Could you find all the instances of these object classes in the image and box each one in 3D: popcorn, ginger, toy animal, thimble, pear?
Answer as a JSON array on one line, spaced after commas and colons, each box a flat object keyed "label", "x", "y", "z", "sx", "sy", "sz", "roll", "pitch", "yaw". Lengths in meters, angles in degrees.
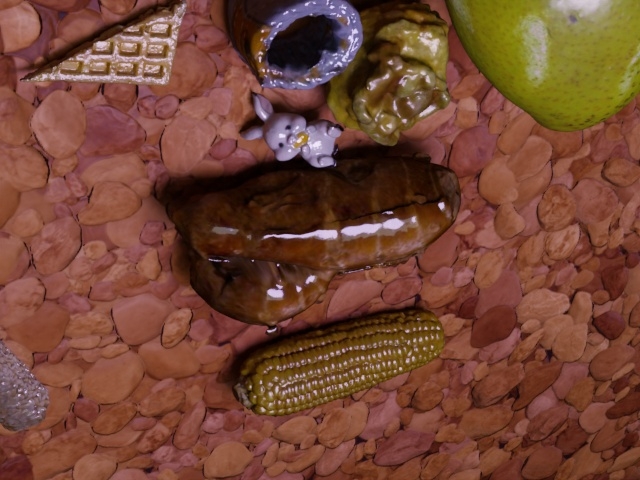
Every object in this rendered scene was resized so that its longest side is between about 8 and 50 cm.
[{"label": "popcorn", "x": 0.098, "y": -0.227, "z": 1.607, "sx": 0.197, "sy": 0.155, "sz": 0.198, "roll": -22, "pitch": 131, "yaw": -28}, {"label": "ginger", "x": 0.000, "y": 0.000, "z": 1.713, "sx": 0.418, "sy": 0.176, "sz": 0.254, "roll": -15, "pitch": 137, "yaw": -15}, {"label": "toy animal", "x": -0.037, "y": -0.146, "z": 1.634, "sx": 0.124, "sy": 0.085, "sz": 0.071, "roll": 8, "pitch": 119, "yaw": -28}, {"label": "thimble", "x": -0.035, "y": -0.270, "z": 1.524, "sx": 0.151, "sy": 0.118, "sz": 0.127, "roll": -18, "pitch": 129, "yaw": -15}, {"label": "pear", "x": 0.321, "y": -0.285, "z": 1.570, "sx": 0.342, "sy": 0.238, "sz": 0.318, "roll": -2, "pitch": 127, "yaw": -3}]

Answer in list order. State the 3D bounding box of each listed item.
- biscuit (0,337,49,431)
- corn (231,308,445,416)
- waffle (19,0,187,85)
[{"label": "biscuit", "x": -0.450, "y": 0.203, "z": 1.695, "sx": 0.082, "sy": 0.070, "sz": 0.168, "roll": -25, "pitch": 134, "yaw": 3}, {"label": "corn", "x": 0.031, "y": 0.189, "z": 1.908, "sx": 0.363, "sy": 0.120, "sz": 0.120, "roll": -17, "pitch": 130, "yaw": -21}, {"label": "waffle", "x": -0.267, "y": -0.248, "z": 1.475, "sx": 0.191, "sy": 0.032, "sz": 0.125, "roll": -1, "pitch": 125, "yaw": -29}]
